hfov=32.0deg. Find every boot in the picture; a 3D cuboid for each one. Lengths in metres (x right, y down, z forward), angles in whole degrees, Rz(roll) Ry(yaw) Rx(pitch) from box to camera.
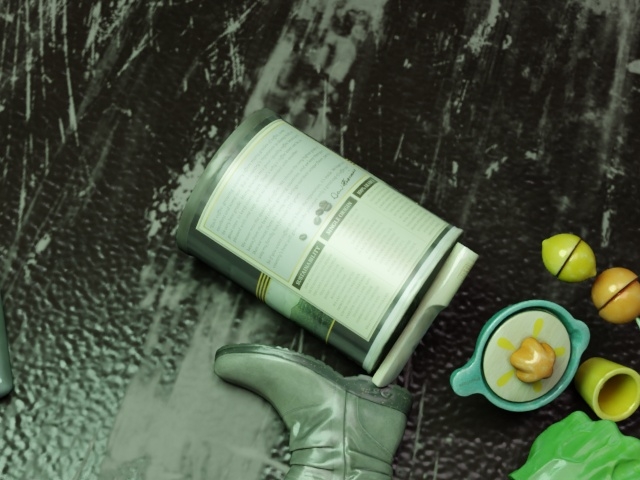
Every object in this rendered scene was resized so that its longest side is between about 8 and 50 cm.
[{"bbox_3d":[-0.022,0.218,1.266,0.247,0.083,0.161,16,66,3],"label":"boot"}]

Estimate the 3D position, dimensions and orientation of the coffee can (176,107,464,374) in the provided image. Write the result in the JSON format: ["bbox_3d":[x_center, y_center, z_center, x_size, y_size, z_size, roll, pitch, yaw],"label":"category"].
[{"bbox_3d":[0.000,0.000,1.315,0.275,0.201,0.201,33,62,10],"label":"coffee can"}]

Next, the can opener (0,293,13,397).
[{"bbox_3d":[-0.430,0.059,1.312,0.095,0.076,0.283,-24,63,16],"label":"can opener"}]

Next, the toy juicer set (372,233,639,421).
[{"bbox_3d":[0.240,0.094,1.265,0.329,0.089,0.209,8,103,-20],"label":"toy juicer set"}]

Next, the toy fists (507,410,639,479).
[{"bbox_3d":[0.344,0.322,1.248,0.142,0.096,0.279,-36,70,-7],"label":"toy fists"}]
